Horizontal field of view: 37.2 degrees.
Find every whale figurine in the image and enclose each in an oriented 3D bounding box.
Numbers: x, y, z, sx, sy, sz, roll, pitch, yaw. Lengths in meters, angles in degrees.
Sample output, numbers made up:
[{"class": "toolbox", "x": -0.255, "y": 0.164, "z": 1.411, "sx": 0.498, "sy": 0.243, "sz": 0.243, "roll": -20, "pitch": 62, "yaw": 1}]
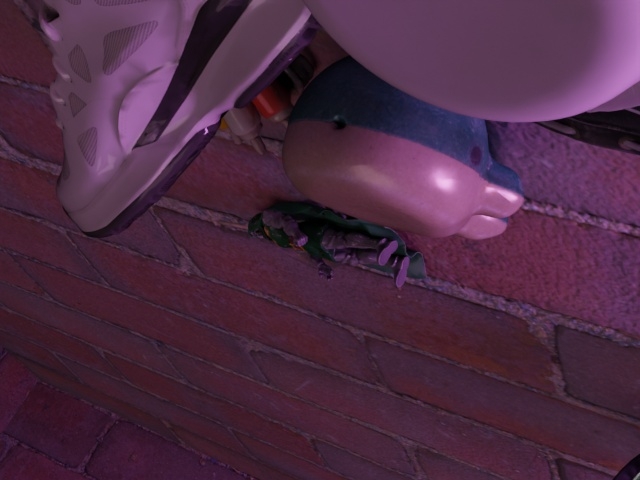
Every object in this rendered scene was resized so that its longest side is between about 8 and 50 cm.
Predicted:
[{"class": "whale figurine", "x": 0.086, "y": -0.078, "z": 0.847, "sx": 0.216, "sy": 0.141, "sz": 0.272, "roll": 13, "pitch": 174, "yaw": 34}]

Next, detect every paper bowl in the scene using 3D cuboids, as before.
[{"class": "paper bowl", "x": 0.090, "y": -0.171, "z": 0.473, "sx": 0.284, "sy": 0.148, "sz": 0.284, "roll": 24, "pitch": 156, "yaw": 12}]

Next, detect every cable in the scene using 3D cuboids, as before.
[{"class": "cable", "x": -0.116, "y": -0.195, "z": 0.877, "sx": 0.139, "sy": 0.072, "sz": 0.287, "roll": -3, "pitch": 141, "yaw": 47}]

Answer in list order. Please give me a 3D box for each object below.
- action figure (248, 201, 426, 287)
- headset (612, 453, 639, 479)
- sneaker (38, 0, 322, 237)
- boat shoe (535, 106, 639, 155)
[{"class": "action figure", "x": 0.000, "y": 0.000, "z": 1.138, "sx": 0.232, "sy": 0.064, "sz": 0.137, "roll": 13, "pitch": 153, "yaw": 40}, {"class": "headset", "x": 0.501, "y": 0.335, "z": 1.016, "sx": 0.393, "sy": 0.244, "sz": 0.185, "roll": 4, "pitch": 155, "yaw": 6}, {"class": "sneaker", "x": -0.170, "y": -0.184, "z": 0.762, "sx": 0.257, "sy": 0.169, "sz": 0.447, "roll": 40, "pitch": 140, "yaw": -12}, {"class": "boat shoe", "x": 0.252, "y": -0.107, "z": 0.616, "sx": 0.335, "sy": 0.121, "sz": 0.119, "roll": 25, "pitch": 165, "yaw": 37}]
